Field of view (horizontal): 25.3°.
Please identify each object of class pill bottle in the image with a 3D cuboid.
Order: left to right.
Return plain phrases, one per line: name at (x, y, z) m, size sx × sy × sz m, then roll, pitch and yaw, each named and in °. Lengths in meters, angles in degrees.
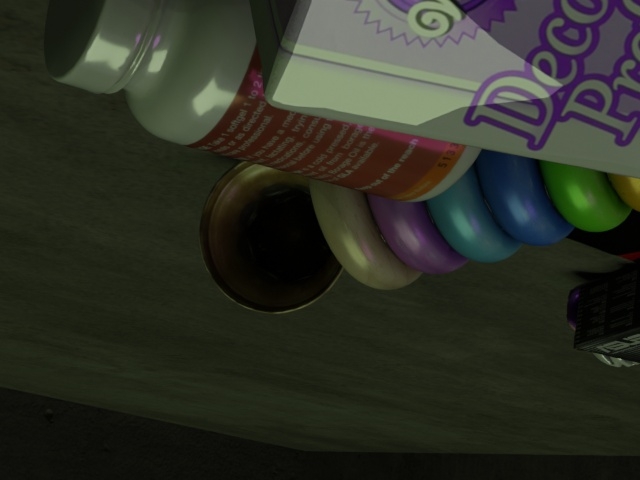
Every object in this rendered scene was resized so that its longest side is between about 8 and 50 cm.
pill bottle at (-0.024, -0.098, 0.730) m, size 0.216 × 0.121 × 0.121 m, roll 13°, pitch 164°, yaw -29°

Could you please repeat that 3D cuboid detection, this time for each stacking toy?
stacking toy at (0.162, -0.063, 0.829) m, size 0.330 × 0.141 × 0.141 m, roll -11°, pitch 160°, yaw 30°

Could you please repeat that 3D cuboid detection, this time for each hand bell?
hand bell at (0.000, 0.000, 1.210) m, size 0.126 × 0.126 × 0.242 m, roll 1°, pitch 177°, yaw 17°

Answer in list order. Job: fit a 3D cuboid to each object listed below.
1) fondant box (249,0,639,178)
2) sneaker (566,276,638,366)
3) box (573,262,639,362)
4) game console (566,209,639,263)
fondant box at (0.169, -0.122, 0.372) m, size 0.330 × 0.096 × 0.238 m, roll 10°, pitch 128°, yaw -15°
sneaker at (0.330, 0.070, 1.347) m, size 0.236 × 0.095 × 0.105 m, roll -7°, pitch 154°, yaw 44°
box at (0.357, 0.060, 1.119) m, size 0.216 × 0.060 × 0.270 m, roll 12°, pitch 164°, yaw -15°
game console at (0.362, -0.032, 1.009) m, size 0.342 × 0.060 × 0.387 m, roll 19°, pitch 161°, yaw -32°
